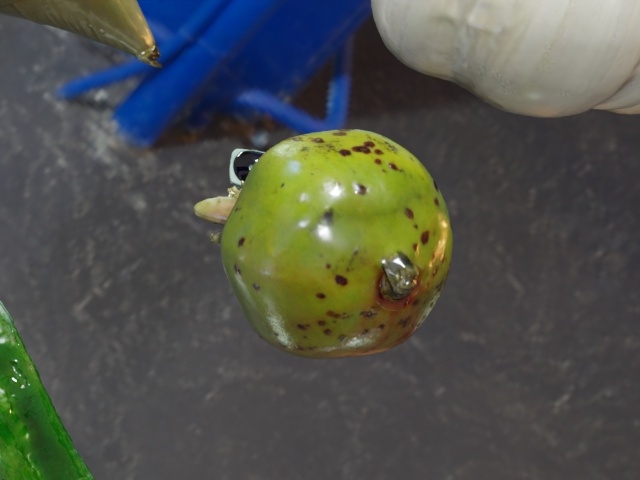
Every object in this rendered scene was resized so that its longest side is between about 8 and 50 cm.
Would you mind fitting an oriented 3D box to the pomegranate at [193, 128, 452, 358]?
[{"bbox_3d":[-0.011,0.005,1.404,0.198,0.246,0.198,0,90,-66],"label":"pomegranate"}]

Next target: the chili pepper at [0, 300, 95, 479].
[{"bbox_3d":[-0.191,0.076,0.893,0.088,0.059,0.227,-29,92,-47],"label":"chili pepper"}]

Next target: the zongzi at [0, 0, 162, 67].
[{"bbox_3d":[-0.230,-0.164,1.049,0.228,0.115,0.256,-48,116,-39],"label":"zongzi"}]

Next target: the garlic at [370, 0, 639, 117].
[{"bbox_3d":[0.170,-0.173,1.092,0.281,0.203,0.185,7,32,-23],"label":"garlic"}]

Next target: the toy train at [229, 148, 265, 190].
[{"bbox_3d":[0.003,-0.051,1.687,0.207,0.047,0.043,12,70,-20],"label":"toy train"}]
